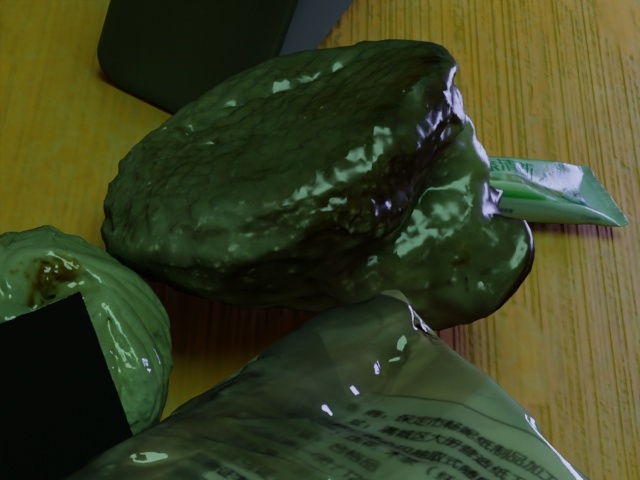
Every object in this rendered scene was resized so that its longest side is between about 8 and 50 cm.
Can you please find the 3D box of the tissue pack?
[{"bbox_3d":[0.037,0.212,1.015,0.375,0.195,0.390,44,42,16],"label":"tissue pack"}]

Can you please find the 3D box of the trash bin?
[{"bbox_3d":[-0.024,-0.261,1.484,0.158,0.223,0.343,25,42,2],"label":"trash bin"}]

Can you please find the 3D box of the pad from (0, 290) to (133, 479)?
[{"bbox_3d":[-0.196,0.120,1.057,0.190,0.004,0.127,-22,101,-21],"label":"pad"}]

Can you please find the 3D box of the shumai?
[{"bbox_3d":[0.000,0.000,1.276,0.271,0.204,0.222,-19,26,-3],"label":"shumai"}]

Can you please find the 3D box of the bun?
[{"bbox_3d":[-0.182,0.060,1.147,0.195,0.118,0.195,11,44,-11],"label":"bun"}]

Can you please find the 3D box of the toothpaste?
[{"bbox_3d":[0.094,-0.041,1.439,0.296,0.048,0.075,3,39,-27],"label":"toothpaste"}]
